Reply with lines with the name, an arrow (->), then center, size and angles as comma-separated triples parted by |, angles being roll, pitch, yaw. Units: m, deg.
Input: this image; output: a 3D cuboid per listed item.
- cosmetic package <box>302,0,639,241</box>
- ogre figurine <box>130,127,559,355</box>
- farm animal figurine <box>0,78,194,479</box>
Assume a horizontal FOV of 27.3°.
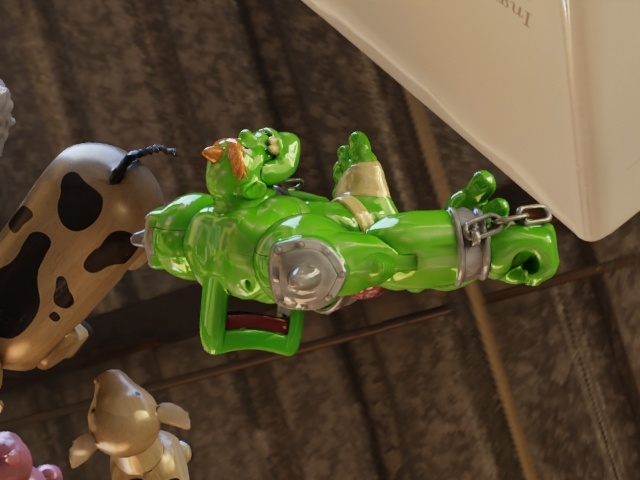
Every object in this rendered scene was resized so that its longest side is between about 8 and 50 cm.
cosmetic package -> 0.158, -0.286, 0.762 | 0.329, 0.394, 0.327 | -36, -127, -13
ogre figurine -> 0.000, 0.000, 0.580 | 0.197, 0.118, 0.097 | 38, -52, 46
farm animal figurine -> -0.190, 0.074, 0.879 | 0.330, 0.172, 0.327 | 23, -88, 0
